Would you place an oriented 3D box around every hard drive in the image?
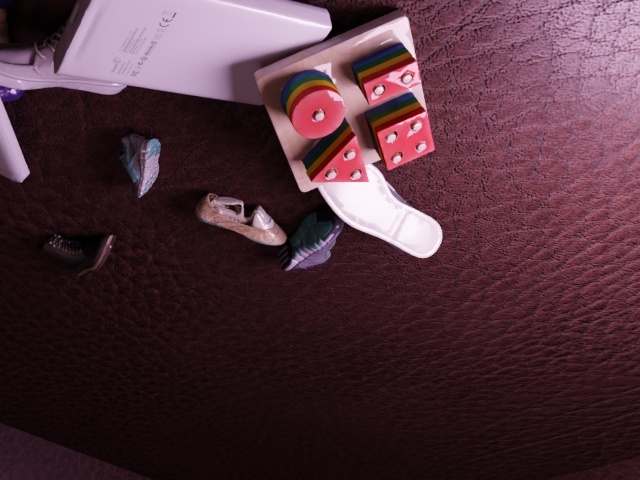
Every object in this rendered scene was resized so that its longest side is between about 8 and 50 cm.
[{"bbox_3d":[-0.661,-0.247,1.315,0.203,0.040,0.308,25,149,9],"label":"hard drive"},{"bbox_3d":[-0.191,-0.300,1.080,0.353,0.047,0.233,2,157,-35],"label":"hard drive"}]

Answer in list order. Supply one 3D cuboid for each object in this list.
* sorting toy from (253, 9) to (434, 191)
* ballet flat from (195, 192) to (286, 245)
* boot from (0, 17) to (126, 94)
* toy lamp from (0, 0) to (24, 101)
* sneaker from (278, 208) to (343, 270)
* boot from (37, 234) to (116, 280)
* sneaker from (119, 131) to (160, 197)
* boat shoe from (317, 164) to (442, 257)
[{"bbox_3d":[0.056,-0.200,1.174,0.255,0.089,0.257,-24,138,-1],"label":"sorting toy"},{"bbox_3d":[-0.161,-0.048,1.514,0.206,0.073,0.067,17,127,-15],"label":"ballet flat"},{"bbox_3d":[-0.431,-0.316,1.172,0.258,0.095,0.123,-4,144,-35],"label":"boot"},{"bbox_3d":[-0.539,-0.353,1.198,0.080,0.080,0.275,16,140,-8],"label":"toy lamp"},{"bbox_3d":[0.000,0.000,1.549,0.098,0.083,0.223,8,152,-33],"label":"sneaker"},{"bbox_3d":[-0.574,0.017,1.679,0.137,0.077,0.198,34,135,-21],"label":"boot"},{"bbox_3d":[-0.368,-0.156,1.438,0.076,0.065,0.166,28,138,3],"label":"sneaker"},{"bbox_3d":[0.097,-0.070,1.392,0.319,0.116,0.099,33,179,-26],"label":"boat shoe"}]
